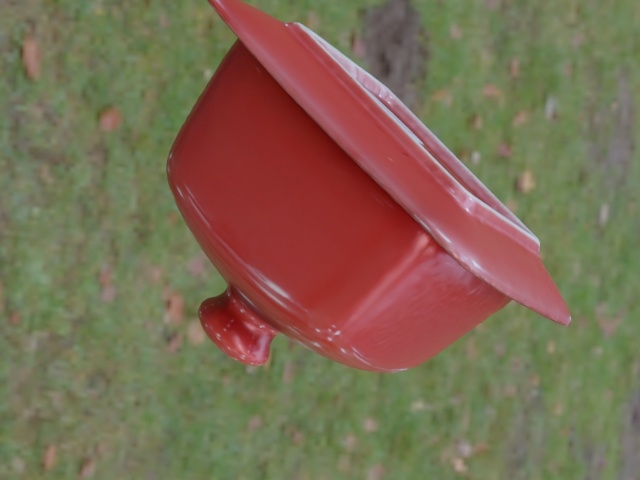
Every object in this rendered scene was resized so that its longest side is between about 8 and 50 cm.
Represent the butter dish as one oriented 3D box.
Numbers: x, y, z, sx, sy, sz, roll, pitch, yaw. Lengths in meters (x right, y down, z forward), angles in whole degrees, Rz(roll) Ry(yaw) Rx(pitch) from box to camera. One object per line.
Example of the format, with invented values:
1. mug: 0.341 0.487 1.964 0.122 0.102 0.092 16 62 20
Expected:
1. butter dish: 0.000 0.000 0.674 0.118 0.160 0.160 -46 157 9
